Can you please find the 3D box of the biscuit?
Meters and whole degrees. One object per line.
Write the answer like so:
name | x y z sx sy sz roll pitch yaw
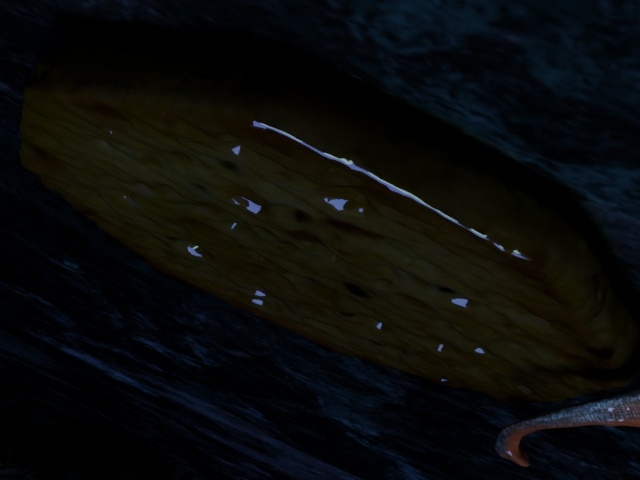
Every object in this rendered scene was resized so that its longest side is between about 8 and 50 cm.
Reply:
biscuit | 0.000 0.000 0.717 0.359 0.046 0.359 23 164 7

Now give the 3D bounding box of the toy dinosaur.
toy dinosaur | 0.189 0.079 0.631 0.101 0.055 0.279 32 141 -15
